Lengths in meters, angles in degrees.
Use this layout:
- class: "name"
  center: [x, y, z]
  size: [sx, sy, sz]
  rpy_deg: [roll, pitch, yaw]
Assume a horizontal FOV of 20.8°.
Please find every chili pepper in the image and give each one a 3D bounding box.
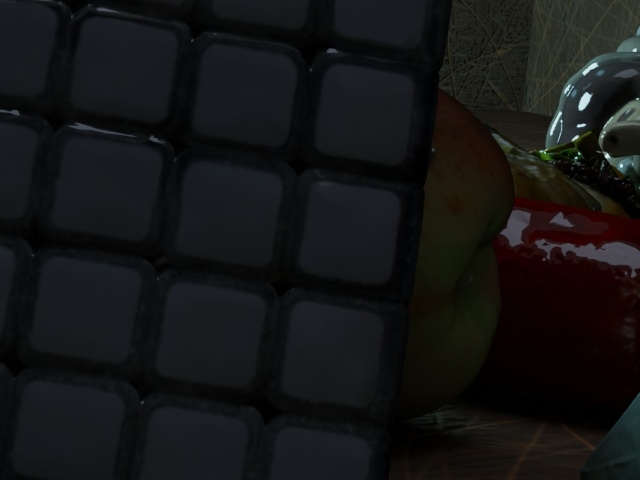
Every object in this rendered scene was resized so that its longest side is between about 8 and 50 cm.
- class: "chili pepper"
  center: [0.077, 0.028, 1.194]
  size: [0.338, 0.135, 0.131]
  rpy_deg: [12, 22, 30]

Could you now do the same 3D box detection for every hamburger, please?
- class: "hamburger"
  center: [0.207, -0.008, 1.527]
  size: [0.164, 0.093, 0.189]
  rpy_deg: [39, -37, -20]

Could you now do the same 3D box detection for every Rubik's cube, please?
- class: "Rubik's cube"
  center: [-0.085, 0.004, 0.724]
  size: [0.236, 0.238, 0.237]
  rpy_deg: [9, -11, -6]

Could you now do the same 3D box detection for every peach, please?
- class: "peach"
  center: [0.000, 0.000, 1.045]
  size: [0.232, 0.233, 0.232]
  rpy_deg: [5, 9, -1]

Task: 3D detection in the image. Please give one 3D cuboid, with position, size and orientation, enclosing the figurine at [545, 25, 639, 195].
- class: "figurine"
  center: [0.351, -0.071, 1.762]
  size: [0.203, 0.248, 0.380]
  rpy_deg: [9, 16, -9]

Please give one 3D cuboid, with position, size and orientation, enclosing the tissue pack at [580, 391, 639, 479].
- class: "tissue pack"
  center: [0.272, 0.095, 0.772]
  size: [0.263, 0.177, 0.089]
  rpy_deg: [5, 53, -17]

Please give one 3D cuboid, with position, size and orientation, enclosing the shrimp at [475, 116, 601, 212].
- class: "shrimp"
  center: [0.026, -0.104, 1.404]
  size: [0.445, 0.085, 0.272]
  rpy_deg: [25, 18, 24]
